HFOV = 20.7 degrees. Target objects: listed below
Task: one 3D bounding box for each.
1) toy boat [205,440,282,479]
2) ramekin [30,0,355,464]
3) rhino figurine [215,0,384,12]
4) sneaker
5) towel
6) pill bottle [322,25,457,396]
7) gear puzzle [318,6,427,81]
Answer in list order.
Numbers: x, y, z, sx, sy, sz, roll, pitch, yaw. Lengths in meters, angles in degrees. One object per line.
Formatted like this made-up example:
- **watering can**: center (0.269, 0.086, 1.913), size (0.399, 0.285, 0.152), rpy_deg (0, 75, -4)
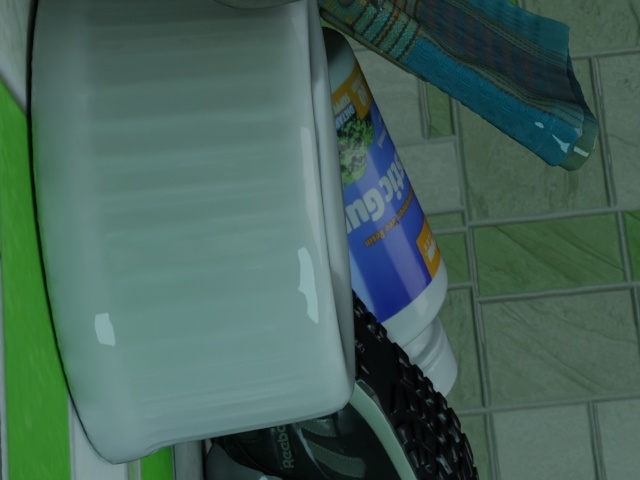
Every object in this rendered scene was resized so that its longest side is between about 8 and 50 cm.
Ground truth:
- **toy boat**: center (-0.020, 0.279, 1.233), size (0.267, 0.148, 0.318), rpy_deg (69, 22, -58)
- **ramekin**: center (-0.059, -0.024, 0.951), size (0.277, 0.135, 0.277), rpy_deg (-6, 90, -87)
- **rhino figurine**: center (-0.044, -0.166, 0.824), size (0.073, 0.243, 0.106), rpy_deg (12, -92, 67)
- **sneaker**: center (0.001, 0.121, 1.172), size (0.283, 0.124, 0.107), rpy_deg (54, 25, -19)
- **towel**: center (0.024, -0.194, 1.170), size (0.040, 0.370, 0.271), rpy_deg (-53, -170, 20)
- **pill bottle**: center (0.000, 0.000, 1.238), size (0.152, 0.152, 0.272), rpy_deg (-89, 156, -62)
- **gear puzzle**: center (0.018, -0.173, 1.231), size (0.044, 0.339, 0.175), rpy_deg (-58, -178, 8)
